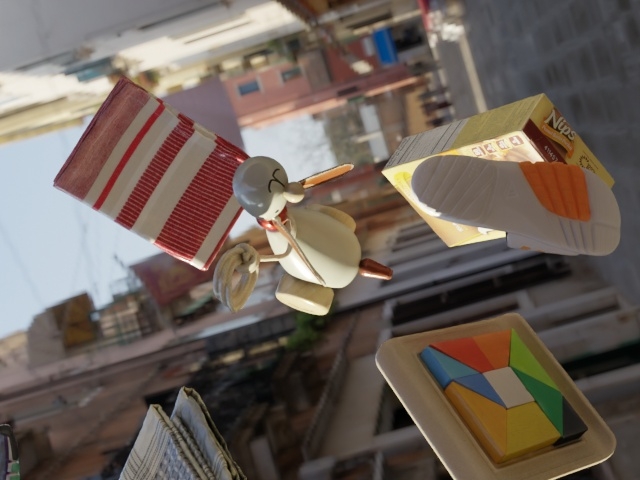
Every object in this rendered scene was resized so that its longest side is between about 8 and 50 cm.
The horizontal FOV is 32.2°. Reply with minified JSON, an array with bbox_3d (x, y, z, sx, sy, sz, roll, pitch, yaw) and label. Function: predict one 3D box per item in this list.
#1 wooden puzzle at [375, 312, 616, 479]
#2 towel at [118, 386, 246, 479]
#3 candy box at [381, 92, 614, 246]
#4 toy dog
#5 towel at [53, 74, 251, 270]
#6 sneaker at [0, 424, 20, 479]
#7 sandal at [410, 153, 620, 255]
[{"bbox_3d":[0.210,0.181,1.287,0.221,0.238,0.044,55,136,28],"label":"wooden puzzle"},{"bbox_3d":[-0.218,0.388,1.493,0.056,0.324,0.312,24,-171,-28],"label":"towel"},{"bbox_3d":[0.261,-0.097,1.679,0.183,0.316,0.087,47,-120,-20],"label":"candy box"},{"bbox_3d":[0.000,0.000,1.519,0.333,0.160,0.220,6,-87,-70],"label":"toy dog"},{"bbox_3d":[-0.287,-0.116,2.028,0.329,0.237,0.037,32,-177,-20],"label":"towel"},{"bbox_3d":[-0.512,0.399,1.710,0.083,0.098,0.224,146,120,-71],"label":"sneaker"},{"bbox_3d":[0.217,-0.043,1.267,0.076,0.265,0.102,146,133,-68],"label":"sandal"}]
